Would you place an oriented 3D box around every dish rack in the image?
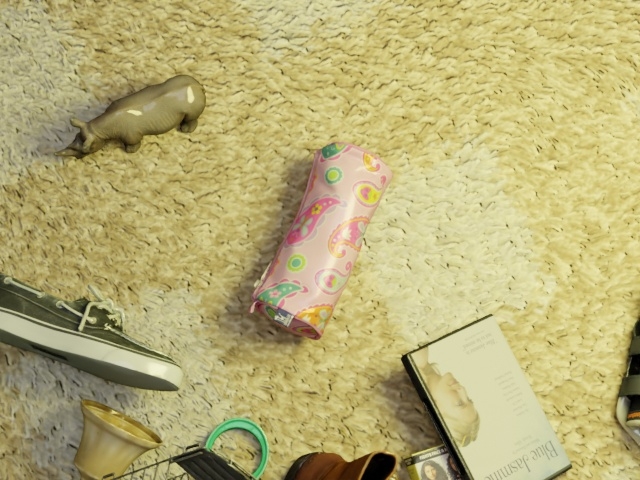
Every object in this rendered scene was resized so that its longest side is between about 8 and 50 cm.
[{"bbox_3d":[-0.180,0.365,1.665,0.208,0.271,0.074,47,36,-29],"label":"dish rack"}]

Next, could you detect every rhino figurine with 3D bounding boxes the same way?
[{"bbox_3d":[-0.272,-0.173,1.865,0.243,0.106,0.073,-23,80,-11],"label":"rhino figurine"}]

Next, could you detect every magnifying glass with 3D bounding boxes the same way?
[{"bbox_3d":[-0.138,0.360,1.801,0.092,0.026,0.231,19,76,-2],"label":"magnifying glass"}]

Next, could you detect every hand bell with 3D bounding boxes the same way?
[{"bbox_3d":[-0.326,0.352,1.754,0.126,0.126,0.242,28,87,0],"label":"hand bell"}]

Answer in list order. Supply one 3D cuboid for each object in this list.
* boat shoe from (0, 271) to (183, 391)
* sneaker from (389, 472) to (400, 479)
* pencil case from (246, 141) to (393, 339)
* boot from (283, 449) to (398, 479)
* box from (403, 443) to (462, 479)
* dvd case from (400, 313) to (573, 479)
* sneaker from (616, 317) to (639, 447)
[{"bbox_3d":[-0.325,0.122,1.792,0.306,0.113,0.105,16,69,13],"label":"boat shoe"},{"bbox_3d":[0.047,0.395,1.791,0.066,0.071,0.188,32,75,1],"label":"sneaker"},{"bbox_3d":[0.000,0.000,1.851,0.124,0.124,0.284,25,78,-1],"label":"pencil case"},{"bbox_3d":[0.000,0.398,1.674,0.096,0.280,0.264,34,73,-13],"label":"boot"},{"bbox_3d":[0.196,0.402,1.814,0.087,0.058,0.232,-15,80,-11],"label":"box"},{"bbox_3d":[0.238,0.246,1.837,0.180,0.022,0.253,-21,80,-36],"label":"dvd case"},{"bbox_3d":[0.497,0.201,1.861,0.127,0.126,0.321,-6,79,-14],"label":"sneaker"}]
